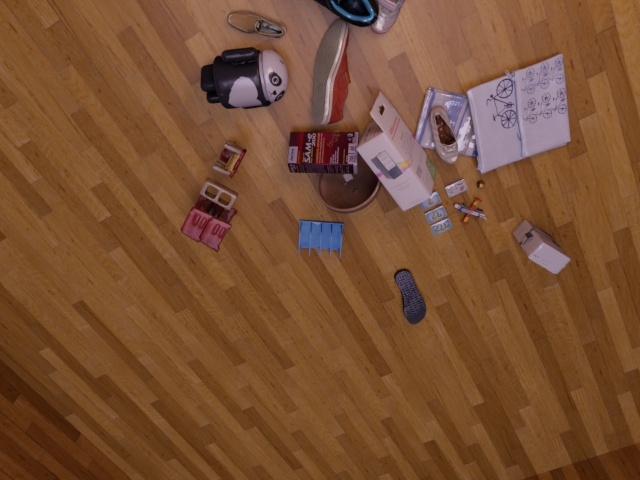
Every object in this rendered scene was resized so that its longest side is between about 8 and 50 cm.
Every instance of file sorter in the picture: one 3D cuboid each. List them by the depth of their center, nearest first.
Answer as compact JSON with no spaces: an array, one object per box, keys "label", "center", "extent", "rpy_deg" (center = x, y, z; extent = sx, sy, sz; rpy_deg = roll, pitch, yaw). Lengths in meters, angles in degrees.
[{"label":"file sorter","center":[0.000,0.000,1.867],"extent":[0.170,0.104,0.118],"rpy_deg":[4,118,-2]}]

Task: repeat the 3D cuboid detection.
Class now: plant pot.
[{"label":"plant pot","center":[0.112,-0.197,1.734],"extent":[0.237,0.237,0.110],"rpy_deg":[-23,156,12]}]

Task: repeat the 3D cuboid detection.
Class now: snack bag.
[{"label":"snack bag","center":[0.677,-0.423,1.647],"extent":[0.342,0.037,0.323],"rpy_deg":[-19,117,0]}]

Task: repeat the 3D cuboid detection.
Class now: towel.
[{"label":"towel","center":[0.480,-0.404,1.690],"extent":[0.285,0.034,0.209],"rpy_deg":[10,118,-5]}]

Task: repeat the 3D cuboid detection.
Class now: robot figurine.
[{"label":"robot figurine","center":[-0.242,-0.518,1.561],"extent":[0.278,0.209,0.173],"rpy_deg":[-6,104,4]}]

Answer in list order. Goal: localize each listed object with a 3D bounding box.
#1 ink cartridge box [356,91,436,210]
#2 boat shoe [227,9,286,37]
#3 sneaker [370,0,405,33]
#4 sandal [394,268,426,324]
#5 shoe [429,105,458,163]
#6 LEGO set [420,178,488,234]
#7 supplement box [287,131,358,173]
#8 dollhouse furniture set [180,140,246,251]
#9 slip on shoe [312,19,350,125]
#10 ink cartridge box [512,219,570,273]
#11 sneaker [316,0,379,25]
[{"label":"ink cartridge box","center":[0.244,-0.302,1.640],"extent":[0.119,0.207,0.353],"rpy_deg":[-26,115,34]},{"label":"boat shoe","center":[-0.204,-0.686,1.531],"extent":[0.190,0.072,0.068],"rpy_deg":[8,117,-3]},{"label":"sneaker","center":[0.216,-0.757,1.465],"extent":[0.103,0.111,0.252],"rpy_deg":[15,117,-7]},{"label":"sandal","center":[0.377,0.231,2.017],"extent":[0.097,0.054,0.254],"rpy_deg":[-17,107,1]},{"label":"shoe","center":[0.425,-0.354,1.665],"extent":[0.076,0.058,0.219],"rpy_deg":[-22,119,12]},{"label":"LEGO set","center":[0.517,-0.125,1.822],"extent":[0.244,0.060,0.182],"rpy_deg":[-24,118,13]},{"label":"supplement box","center":[0.012,-0.305,1.677],"extent":[0.239,0.130,0.073],"rpy_deg":[1,162,7]},{"label":"dollhouse furniture set","center":[-0.344,-0.171,1.739],"extent":[0.152,0.201,0.374],"rpy_deg":[28,108,-13]},{"label":"slip on shoe","center":[0.048,-0.546,1.592],"extent":[0.101,0.123,0.331],"rpy_deg":[-7,117,-32]},{"label":"ink cartridge box","center":[0.825,0.021,1.816],"extent":[0.139,0.190,0.082],"rpy_deg":[29,114,-14]},{"label":"sneaker","center":[0.026,-0.736,1.387],"extent":[0.341,0.139,0.125],"rpy_deg":[26,117,-10]}]
